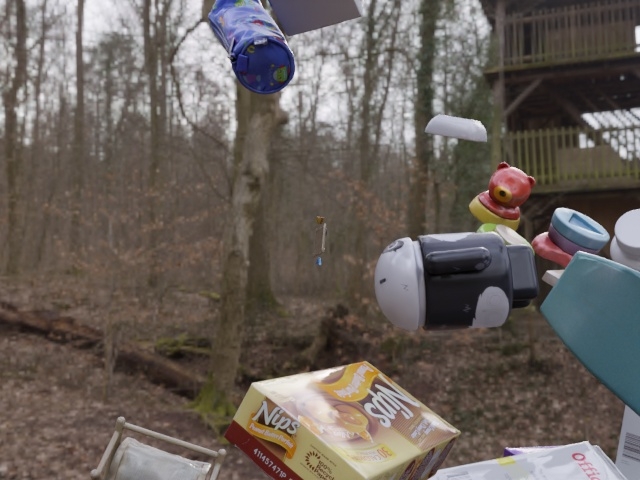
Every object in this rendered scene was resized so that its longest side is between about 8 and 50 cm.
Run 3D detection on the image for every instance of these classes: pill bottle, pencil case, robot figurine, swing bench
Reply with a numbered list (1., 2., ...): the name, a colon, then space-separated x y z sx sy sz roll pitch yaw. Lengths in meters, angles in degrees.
1. pill bottle: 0.583 0.032 1.356 0.112 0.112 0.187 -4 -36 26
2. pencil case: -0.148 -0.412 1.542 0.133 0.119 0.306 5 34 -24
3. robot figurine: 0.234 0.069 1.327 0.278 0.209 0.173 -4 32 0
4. swing bench: -0.368 0.560 1.666 0.253 0.255 0.165 19 39 0

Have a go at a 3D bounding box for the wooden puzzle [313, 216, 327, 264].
1. wooden puzzle: 0.000 0.000 1.708 0.014 0.116 0.078 9 -7 -16

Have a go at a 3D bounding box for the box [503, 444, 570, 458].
1. box: 0.458 0.578 1.580 0.201 0.293 0.057 4 8 -25

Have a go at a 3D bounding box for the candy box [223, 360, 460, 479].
1. candy box: 0.043 0.255 0.992 0.183 0.087 0.316 35 13 27

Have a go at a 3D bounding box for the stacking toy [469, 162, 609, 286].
1. stacking toy: 0.479 -0.031 1.622 0.309 0.130 0.279 27 28 5

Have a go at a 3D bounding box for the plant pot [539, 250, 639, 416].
1. plant pot: 0.443 0.125 1.055 0.165 0.166 0.234 13 20 -48

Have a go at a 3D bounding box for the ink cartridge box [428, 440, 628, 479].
1. ink cartridge box: 0.341 0.510 1.261 0.384 0.160 0.279 -9 21 -6

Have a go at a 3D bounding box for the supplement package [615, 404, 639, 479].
1. supplement package: 0.709 0.394 1.434 0.198 0.199 0.262 12 7 40

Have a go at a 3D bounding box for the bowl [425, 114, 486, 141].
1. bowl: 0.348 -0.285 1.909 0.142 0.053 0.142 16 13 25

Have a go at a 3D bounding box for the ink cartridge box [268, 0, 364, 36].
1. ink cartridge box: -0.009 -0.564 1.505 0.168 0.233 0.171 -9 -39 24
